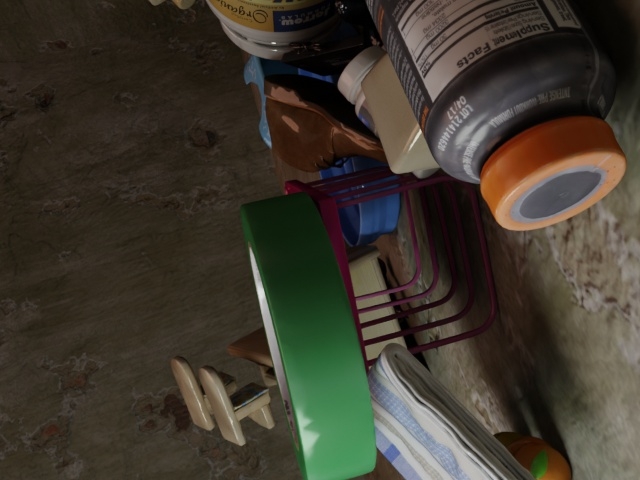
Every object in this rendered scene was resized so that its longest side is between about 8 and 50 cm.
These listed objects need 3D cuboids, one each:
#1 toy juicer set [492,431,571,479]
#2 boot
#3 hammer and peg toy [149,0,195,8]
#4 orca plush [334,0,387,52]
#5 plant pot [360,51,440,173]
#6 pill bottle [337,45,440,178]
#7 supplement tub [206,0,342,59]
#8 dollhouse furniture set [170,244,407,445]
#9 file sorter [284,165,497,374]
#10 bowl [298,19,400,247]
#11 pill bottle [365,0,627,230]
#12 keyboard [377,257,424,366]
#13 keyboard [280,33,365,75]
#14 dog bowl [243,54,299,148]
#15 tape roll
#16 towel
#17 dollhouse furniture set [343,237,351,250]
[{"bbox_3d":[0.220,0.332,0.827,0.329,0.089,0.209,86,168,-59],"label":"toy juicer set"},{"bbox_3d":[0.030,-0.139,0.996,0.305,0.112,0.115,31,124,44],"label":"boot"},{"bbox_3d":[-0.174,-0.519,1.033,0.127,0.266,0.361,47,162,16],"label":"hammer and peg toy"},{"bbox_3d":[0.070,-0.249,0.777,0.287,0.102,0.151,105,150,-76],"label":"orca plush"},{"bbox_3d":[0.114,-0.139,0.680,0.096,0.109,0.109,119,138,-61],"label":"plant pot"},{"bbox_3d":[0.087,-0.139,0.781,0.137,0.078,0.078,48,165,15],"label":"pill bottle"},{"bbox_3d":[-0.055,-0.404,0.948,0.316,0.228,0.229,94,161,-70],"label":"supplement tub"},{"bbox_3d":[-0.042,0.160,1.294,0.394,0.362,0.257,-1,111,57],"label":"dollhouse furniture set"},{"bbox_3d":[0.078,0.014,0.932,0.290,0.182,0.202,-139,36,-77],"label":"file sorter"},{"bbox_3d":[0.045,-0.184,1.247,0.391,0.077,0.392,165,90,-83],"label":"bowl"},{"bbox_3d":[0.118,-0.130,0.511,0.130,0.130,0.246,88,166,-62],"label":"pill bottle"},{"bbox_3d":[0.141,0.151,1.360,0.317,0.033,0.202,-113,5,-48],"label":"keyboard"},{"bbox_3d":[0.017,-0.248,0.966,0.180,0.108,0.023,5,87,53],"label":"keyboard"},{"bbox_3d":[-0.059,-0.311,1.517,0.074,0.165,0.297,111,146,-60],"label":"dog bowl"},{"bbox_3d":[-0.019,0.109,0.827,0.321,0.077,0.322,166,90,-82],"label":"tape roll"},{"bbox_3d":[0.116,0.222,0.758,0.209,0.034,0.285,46,160,15],"label":"towel"},{"bbox_3d":[0.000,0.000,1.730,0.151,0.144,0.123,27,145,29],"label":"dollhouse furniture set"}]
